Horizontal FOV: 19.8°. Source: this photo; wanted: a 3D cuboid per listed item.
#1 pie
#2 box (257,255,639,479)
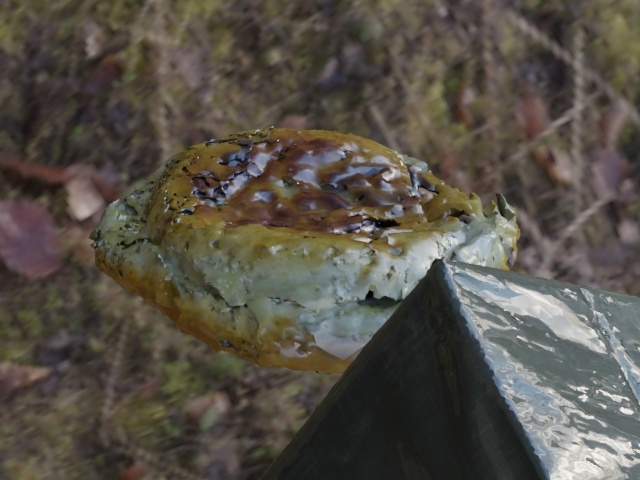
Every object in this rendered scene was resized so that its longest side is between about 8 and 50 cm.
[{"bbox_3d":[0.000,0.001,1.273,0.308,0.308,0.085,-19,121,-38],"label":"pie"},{"bbox_3d":[0.064,0.145,0.707,0.155,0.231,0.149,9,41,-35],"label":"box"}]
